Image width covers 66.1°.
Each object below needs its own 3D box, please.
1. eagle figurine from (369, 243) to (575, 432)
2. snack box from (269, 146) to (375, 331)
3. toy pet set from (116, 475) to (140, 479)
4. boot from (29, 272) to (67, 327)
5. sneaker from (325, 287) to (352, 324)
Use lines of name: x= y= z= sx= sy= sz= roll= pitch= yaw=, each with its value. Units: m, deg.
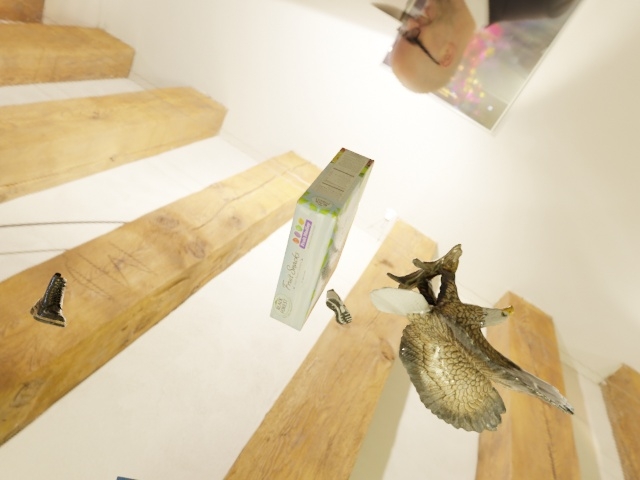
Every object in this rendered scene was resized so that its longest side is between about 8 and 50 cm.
eagle figurine: x=0.233 y=0.165 z=0.795 sx=0.226 sy=0.225 sz=0.299 roll=30 pitch=-140 yaw=-64
snack box: x=0.000 y=0.000 z=0.446 sx=0.037 sy=0.141 sz=0.100 roll=25 pitch=-138 yaw=10
toy pet set: x=-0.353 y=0.490 z=0.868 sx=0.114 sy=0.065 sz=0.122 roll=-93 pitch=-19 yaw=-52
boot: x=-0.769 y=0.169 z=1.426 sx=0.197 sy=0.137 sz=0.077 roll=12 pitch=163 yaw=41
sneaker: x=0.043 y=0.151 z=1.125 sx=0.044 sy=0.040 sz=0.109 roll=-95 pitch=-18 yaw=-49
